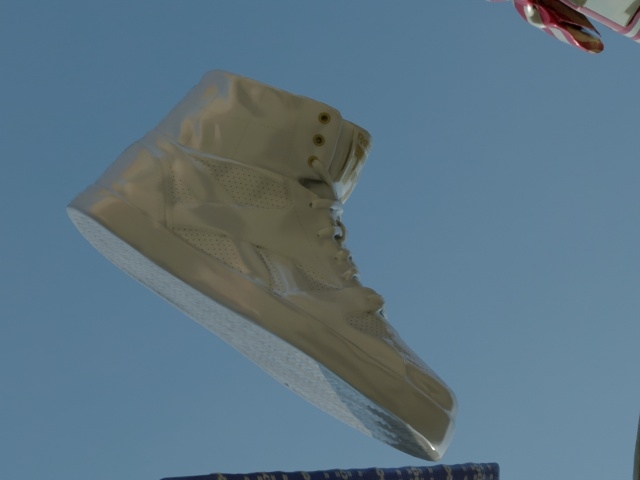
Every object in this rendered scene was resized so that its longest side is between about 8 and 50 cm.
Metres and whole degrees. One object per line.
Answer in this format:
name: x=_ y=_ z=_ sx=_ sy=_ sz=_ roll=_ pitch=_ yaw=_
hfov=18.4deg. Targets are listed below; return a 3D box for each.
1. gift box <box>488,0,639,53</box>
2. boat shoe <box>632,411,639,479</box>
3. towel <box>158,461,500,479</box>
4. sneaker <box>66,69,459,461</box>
gift box: x=0.200 y=-0.294 z=1.528 sx=0.255 sy=0.276 sz=0.258 roll=16 pitch=-72 yaw=-53
boat shoe: x=0.190 y=0.063 z=0.832 sx=0.118 sy=0.103 sz=0.320 roll=2 pitch=-94 yaw=-4
towel: x=-0.018 y=0.256 z=1.251 sx=0.336 sy=0.040 sz=0.243 roll=5 pitch=-78 yaw=-50
sneaker: x=0.000 y=0.000 z=1.256 sx=0.292 sy=0.108 sz=0.169 roll=35 pitch=-108 yaw=17
